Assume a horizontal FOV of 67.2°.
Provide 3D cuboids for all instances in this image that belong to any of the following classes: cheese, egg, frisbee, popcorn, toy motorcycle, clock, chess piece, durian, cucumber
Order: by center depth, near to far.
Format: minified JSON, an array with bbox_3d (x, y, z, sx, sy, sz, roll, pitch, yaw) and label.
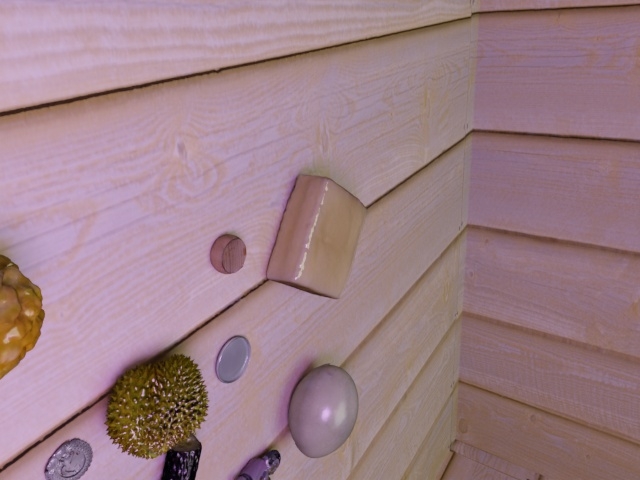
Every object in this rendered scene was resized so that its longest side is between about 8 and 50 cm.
[{"bbox_3d":[-0.422,0.100,0.548,0.197,0.197,0.156,-49,153,-37],"label":"popcorn"},{"bbox_3d":[-0.414,0.370,0.799,0.074,0.010,0.083,-58,144,-28],"label":"clock"},{"bbox_3d":[-0.278,0.280,0.845,0.198,0.159,0.146,-44,123,-47],"label":"durian"},{"bbox_3d":[-0.307,0.546,0.975,0.072,0.072,0.300,15,89,-58],"label":"cucumber"},{"bbox_3d":[-0.191,0.029,1.004,0.083,0.038,0.084,-21,115,-54],"label":"chess piece"},{"bbox_3d":[-0.198,0.271,1.097,0.110,0.014,0.110,-25,120,-53],"label":"frisbee"},{"bbox_3d":[-0.174,0.635,1.204,0.152,0.073,0.225,44,63,-52],"label":"toy motorcycle"},{"bbox_3d":[0.000,0.000,1.214,0.242,0.123,0.266,27,77,-53],"label":"cheese"},{"bbox_3d":[0.008,0.465,1.319,0.186,0.186,0.253,29,73,-57],"label":"egg"}]
